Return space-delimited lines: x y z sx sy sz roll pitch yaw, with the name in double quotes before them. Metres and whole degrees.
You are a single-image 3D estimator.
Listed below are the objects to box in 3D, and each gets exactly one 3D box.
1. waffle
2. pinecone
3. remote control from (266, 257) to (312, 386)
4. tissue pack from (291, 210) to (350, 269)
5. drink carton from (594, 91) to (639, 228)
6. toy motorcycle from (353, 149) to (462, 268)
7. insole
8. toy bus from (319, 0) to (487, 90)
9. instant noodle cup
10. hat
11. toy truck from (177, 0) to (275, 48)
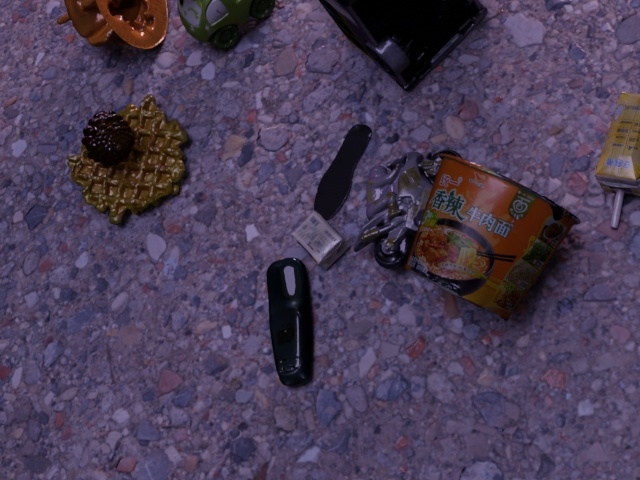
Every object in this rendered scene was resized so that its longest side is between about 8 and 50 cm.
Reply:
"waffle" -0.362 -0.154 2.037 0.243 0.059 0.238 -35 58 8
"pinecone" -0.394 -0.195 1.994 0.102 0.102 0.109 -23 35 16
"remote control" -0.051 0.131 1.758 0.072 0.042 0.222 -15 62 18
"tissue pack" 0.000 0.000 1.792 0.062 0.042 0.083 -45 56 0
"drink carton" 0.459 -0.121 1.596 0.084 0.074 0.200 12 72 31
"toy motorcycle" 0.128 -0.067 1.740 0.152 0.073 0.225 27 80 35
"insole" 0.037 -0.120 1.850 0.064 0.004 0.188 19 77 32
"toy bus" 0.072 -0.472 1.732 0.209 0.440 0.249 -45 54 3
"instant noodle cup" 0.239 0.000 1.576 0.230 0.230 0.182 28 90 33
"hat" -0.468 -0.484 2.167 0.233 0.244 0.233 -13 54 37
"toy truck" -0.192 -0.489 2.027 0.187 0.210 0.148 -31 56 -10
